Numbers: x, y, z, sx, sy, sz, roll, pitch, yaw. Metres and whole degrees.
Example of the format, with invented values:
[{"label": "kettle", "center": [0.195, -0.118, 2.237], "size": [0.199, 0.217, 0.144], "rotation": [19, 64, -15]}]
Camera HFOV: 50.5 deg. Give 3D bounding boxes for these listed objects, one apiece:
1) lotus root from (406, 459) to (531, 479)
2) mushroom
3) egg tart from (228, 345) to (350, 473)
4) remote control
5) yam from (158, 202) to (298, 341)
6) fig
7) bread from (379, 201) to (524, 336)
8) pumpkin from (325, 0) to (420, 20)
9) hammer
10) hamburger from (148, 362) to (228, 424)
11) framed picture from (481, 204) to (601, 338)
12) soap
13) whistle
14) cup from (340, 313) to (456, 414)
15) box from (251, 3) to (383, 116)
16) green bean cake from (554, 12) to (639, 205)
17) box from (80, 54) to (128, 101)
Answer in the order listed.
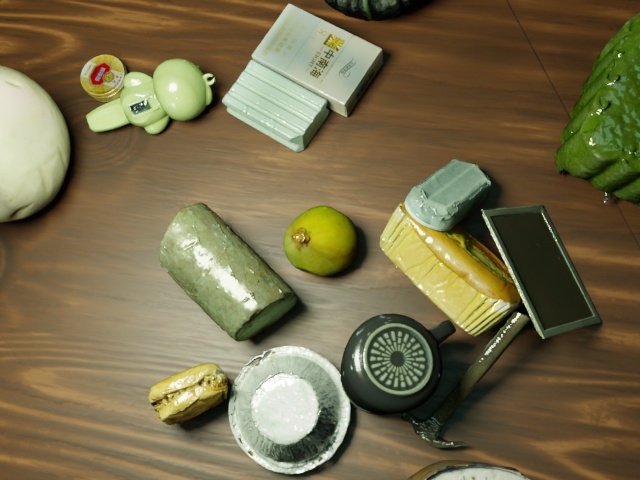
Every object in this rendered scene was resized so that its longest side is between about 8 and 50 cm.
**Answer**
[{"label": "lotus root", "center": [0.241, 0.477, 1.117], "size": [0.272, 0.192, 0.272], "rotation": [0, 80, -1]}, {"label": "mushroom", "center": [-0.655, -0.205, 1.393], "size": [0.315, 0.356, 0.315], "rotation": [-5, 113, -11]}, {"label": "egg tart", "center": [-0.059, 0.310, 1.251], "size": [0.234, 0.094, 0.234], "rotation": [-1, 76, 5]}, {"label": "remote control", "center": [0.245, -0.090, 1.278], "size": [0.104, 0.052, 0.247], "rotation": [36, 39, 15]}, {"label": "yam", "center": [-0.184, 0.067, 1.304], "size": [0.268, 0.161, 0.161], "rotation": [41, 83, 16]}, {"label": "fig", "center": [0.000, 0.003, 1.324], "size": [0.153, 0.121, 0.136], "rotation": [-20, 76, -25]}, {"label": "bread", "center": [0.242, 0.045, 1.264], "size": [0.288, 0.152, 0.119], "rotation": [45, 112, 17]}, {"label": "pumpkin", "center": [0.107, -0.620, 1.410], "size": [0.295, 0.296, 0.296], "rotation": [-2, 73, 7]}, {"label": "hammer", "center": [0.272, 0.246, 1.214], "size": [0.125, 0.027, 0.297], "rotation": [37, 101, 13]}, {"label": "hamburger", "center": [-0.242, 0.285, 1.258], "size": [0.147, 0.138, 0.083], "rotation": [-23, 70, -9]}, {"label": "framed picture", "center": [0.405, 0.050, 1.247], "size": [0.197, 0.014, 0.252], "rotation": [-6, 67, -39]}, {"label": "soap", "center": [-0.095, -0.286, 1.444], "size": [0.198, 0.066, 0.119], "rotation": [31, 81, 15]}, {"label": "whistle", "center": [-0.360, -0.308, 1.472], "size": [0.294, 0.141, 0.141], "rotation": [-11, 72, 22]}, {"label": "cup", "center": [0.140, 0.216, 1.209], "size": [0.223, 0.176, 0.169], "rotation": [-26, 72, -19]}, {"label": "box", "center": [-0.006, -0.390, 1.463], "size": [0.243, 0.067, 0.155], "rotation": [29, 81, 15]}, {"label": "green bean cake", "center": [0.646, -0.216, 1.265], "size": [0.319, 0.218, 0.335], "rotation": [25, 84, 6]}, {"label": "box", "center": [-0.486, -0.366, 1.534], "size": [0.105, 0.037, 0.106], "rotation": [-2, 74, 6]}]
